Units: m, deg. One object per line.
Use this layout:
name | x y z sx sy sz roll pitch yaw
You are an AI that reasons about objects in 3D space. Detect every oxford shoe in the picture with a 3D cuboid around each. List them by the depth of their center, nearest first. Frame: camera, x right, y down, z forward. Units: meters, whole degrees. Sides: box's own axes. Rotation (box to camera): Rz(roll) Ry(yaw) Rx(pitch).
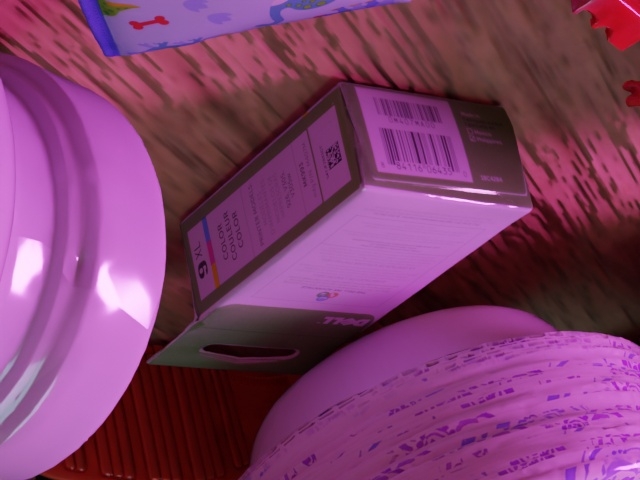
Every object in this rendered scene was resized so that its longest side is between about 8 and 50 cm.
oxford shoe | -0.074 0.124 1.098 0.271 0.096 0.098 1 158 -27

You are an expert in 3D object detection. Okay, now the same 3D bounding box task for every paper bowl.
paper bowl | 0.073 0.146 0.991 0.284 0.148 0.284 -18 148 -12

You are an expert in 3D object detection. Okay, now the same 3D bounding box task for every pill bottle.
pill bottle | -0.236 -0.024 0.569 0.210 0.210 0.363 -28 152 29

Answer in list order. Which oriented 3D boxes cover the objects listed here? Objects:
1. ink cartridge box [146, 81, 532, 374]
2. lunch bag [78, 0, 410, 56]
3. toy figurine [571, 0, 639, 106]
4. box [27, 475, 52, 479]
ink cartridge box | 0.000 0.000 0.905 0.109 0.062 0.209 6 149 -36
lunch bag | -0.030 -0.135 0.570 0.129 0.096 0.151 -13 165 0
toy figurine | 0.202 -0.162 0.533 0.363 0.191 0.217 -29 146 29
box | -0.234 0.330 1.254 0.318 0.097 0.395 -18 128 6
